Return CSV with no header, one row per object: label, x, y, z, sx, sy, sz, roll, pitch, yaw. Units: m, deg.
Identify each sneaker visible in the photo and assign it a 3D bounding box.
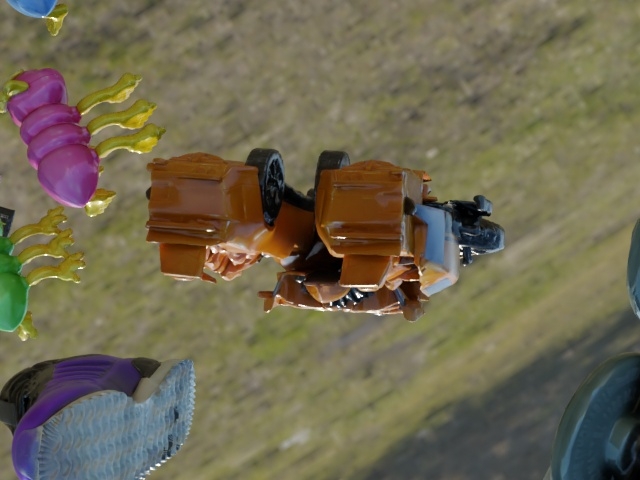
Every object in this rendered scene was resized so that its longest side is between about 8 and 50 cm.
sneaker,-0.220,0.157,1.430,0.146,0.102,0.293,7,-174,15

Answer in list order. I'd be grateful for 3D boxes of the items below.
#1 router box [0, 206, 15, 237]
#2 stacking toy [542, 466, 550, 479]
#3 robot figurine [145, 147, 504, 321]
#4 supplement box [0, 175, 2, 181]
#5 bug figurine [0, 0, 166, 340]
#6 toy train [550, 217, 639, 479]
router box,-0.299,-0.002,1.343,0.122,0.092,0.038,131,-26,-66
stacking toy,0.317,0.280,1.332,0.166,0.302,0.175,-63,168,-78
robot figurine,0.000,0.000,1.024,0.211,0.085,0.291,3,174,12
supplement box,-0.227,-0.003,0.944,0.036,0.062,0.098,-32,-141,54
bug figurine,-0.198,-0.070,0.996,0.072,0.216,0.279,-7,147,-42
toy train,0.195,0.109,0.729,0.190,0.142,0.334,15,95,-50
